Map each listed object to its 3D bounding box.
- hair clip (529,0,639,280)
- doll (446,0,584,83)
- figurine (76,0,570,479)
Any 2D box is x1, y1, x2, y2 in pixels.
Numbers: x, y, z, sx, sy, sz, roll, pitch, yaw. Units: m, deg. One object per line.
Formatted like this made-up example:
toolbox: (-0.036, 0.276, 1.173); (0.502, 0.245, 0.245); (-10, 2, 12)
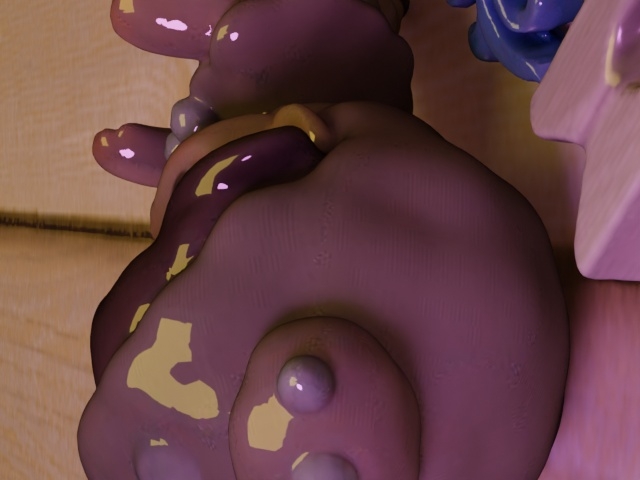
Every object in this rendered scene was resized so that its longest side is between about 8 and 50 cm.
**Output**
hair clip: (0.159, -0.111, 0.559); (0.331, 0.085, 0.101); (111, 152, -50)
doll: (0.069, -0.143, 0.792); (0.110, 0.067, 0.206); (114, 138, -58)
figurine: (0.000, -0.001, 0.791); (0.248, 0.203, 0.381); (102, 168, -54)
